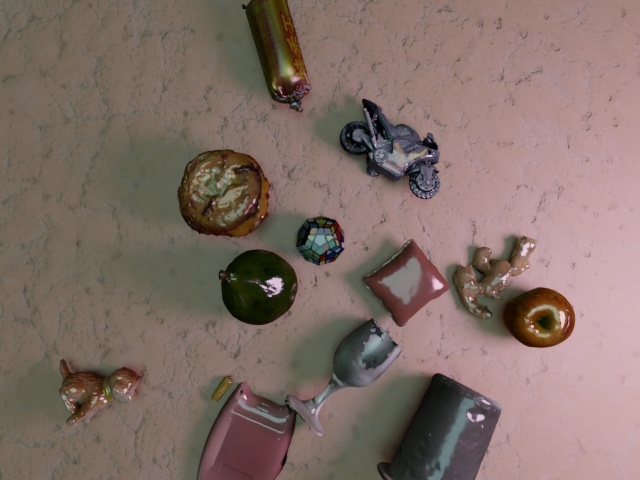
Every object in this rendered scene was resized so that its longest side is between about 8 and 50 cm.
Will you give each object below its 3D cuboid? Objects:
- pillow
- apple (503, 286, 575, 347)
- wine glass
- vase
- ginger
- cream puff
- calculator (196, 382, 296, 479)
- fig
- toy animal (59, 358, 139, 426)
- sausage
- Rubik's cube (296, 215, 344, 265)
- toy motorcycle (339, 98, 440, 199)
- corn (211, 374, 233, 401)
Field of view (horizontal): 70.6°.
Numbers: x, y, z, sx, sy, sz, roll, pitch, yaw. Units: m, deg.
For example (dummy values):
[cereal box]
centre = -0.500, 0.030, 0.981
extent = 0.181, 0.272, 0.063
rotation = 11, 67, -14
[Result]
[pillow]
centre = 0.226, 0.114, 1.198
extent = 0.179, 0.075, 0.171
rotation = -39, 88, -1
[apple]
centre = 0.561, 0.200, 1.161
extent = 0.163, 0.147, 0.147
rotation = -33, 83, 12
[wine glass]
centre = 0.063, 0.345, 1.166
extent = 0.143, 0.143, 0.321
rotation = 44, 88, 2
[vase]
centre = 0.308, 0.496, 1.112
extent = 0.244, 0.245, 0.292
rotation = 27, 84, 2
[ginger]
centre = 0.462, 0.075, 1.205
extent = 0.149, 0.065, 0.259
rotation = 40, 91, 4
[cream puff]
centre = -0.243, -0.116, 1.173
extent = 0.239, 0.164, 0.240
rotation = -2, 74, 7
[calculator]
centre = -0.200, 0.565, 1.204
extent = 0.219, 0.048, 0.330
rotation = 22, 91, 0
[fig]
centre = -0.166, 0.116, 1.126
extent = 0.195, 0.245, 0.196
rotation = -3, 81, 16
[toy animal]
centre = -0.582, 0.365, 1.192
extent = 0.185, 0.104, 0.184
rotation = -26, 81, 4
[sausage]
centre = -0.108, -0.488, 1.199
extent = 0.125, 0.117, 0.318
rotation = -14, 87, -39
[Rubik's cube]
centre = 0.000, 0.000, 1.188
extent = 0.133, 0.133, 0.112
rotation = -32, 64, 0
[toy motorcycle]
centre = 0.203, -0.244, 1.202
extent = 0.307, 0.108, 0.173
rotation = 35, 80, 3
[corn]
centre = -0.263, 0.398, 1.219
extent = 0.028, 0.027, 0.083
rotation = 36, 91, 15
